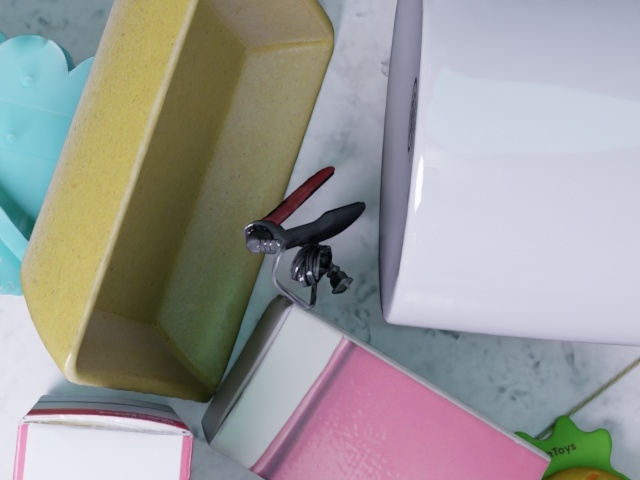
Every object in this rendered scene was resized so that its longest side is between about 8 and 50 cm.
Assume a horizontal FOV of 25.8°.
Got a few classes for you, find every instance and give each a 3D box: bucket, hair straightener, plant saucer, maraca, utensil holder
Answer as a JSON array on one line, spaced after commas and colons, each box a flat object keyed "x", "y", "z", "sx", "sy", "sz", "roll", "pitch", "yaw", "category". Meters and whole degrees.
[{"x": -0.279, "y": -0.078, "z": 1.031, "sx": 0.281, "sy": 0.281, "sz": 0.183, "roll": 16, "pitch": 95, "yaw": -3, "category": "bucket"}, {"x": 0.000, "y": 0.000, "z": 1.069, "sx": 0.047, "sy": 0.230, "sz": 0.089, "roll": -42, "pitch": 90, "yaw": 15, "category": "hair straightener"}, {"x": -0.104, "y": -0.056, "z": 1.026, "sx": 0.081, "sy": 0.333, "sz": 0.333, "roll": 17, "pitch": 85, "yaw": 14, "category": "plant saucer"}, {"x": 0.212, "y": 0.232, "z": 1.138, "sx": 0.127, "sy": 0.099, "sz": 0.186, "roll": -17, "pitch": 62, "yaw": -7, "category": "maraca"}, {"x": 0.248, "y": -0.076, "z": 1.049, "sx": 0.385, "sy": 0.327, "sz": 0.328, "roll": 4, "pitch": 86, "yaw": -1, "category": "utensil holder"}]

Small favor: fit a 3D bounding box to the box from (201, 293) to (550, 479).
[{"x": 0.037, "y": 0.155, "z": 1.091, "sx": 0.232, "sy": 0.148, "sz": 0.127, "roll": 31, "pitch": 86, "yaw": -6, "category": "box"}]

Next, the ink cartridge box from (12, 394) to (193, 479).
[{"x": -0.163, "y": 0.221, "z": 1.013, "sx": 0.117, "sy": 0.283, "sz": 0.207, "roll": 5, "pitch": 86, "yaw": -8, "category": "ink cartridge box"}]
